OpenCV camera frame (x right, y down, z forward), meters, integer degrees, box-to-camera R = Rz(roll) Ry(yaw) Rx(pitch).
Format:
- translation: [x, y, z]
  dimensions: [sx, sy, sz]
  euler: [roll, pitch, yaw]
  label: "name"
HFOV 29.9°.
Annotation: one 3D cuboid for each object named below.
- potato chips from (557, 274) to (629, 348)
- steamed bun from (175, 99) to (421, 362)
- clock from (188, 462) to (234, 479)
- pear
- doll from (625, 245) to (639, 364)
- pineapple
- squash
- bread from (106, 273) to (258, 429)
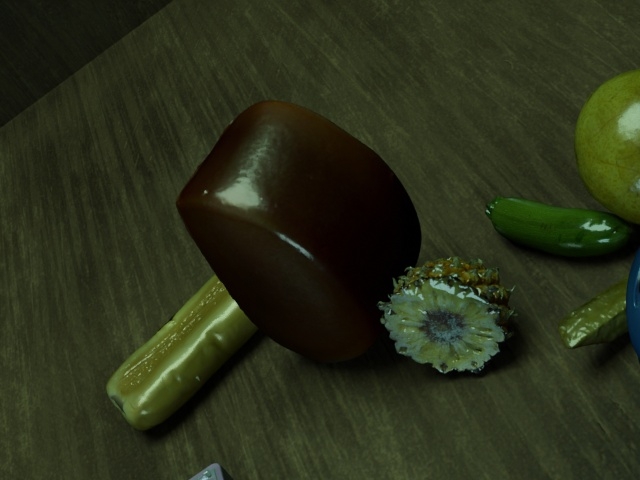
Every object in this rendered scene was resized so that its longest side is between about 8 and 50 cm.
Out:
- translation: [0.457, 0.010, 1.460]
  dimensions: [0.407, 0.080, 0.057]
  euler: [-37, 48, -2]
  label: "potato chips"
- translation: [0.000, 0.000, 1.647]
  dimensions: [0.248, 0.379, 0.235]
  euler: [10, 55, 37]
  label: "steamed bun"
- translation: [-0.162, 0.407, 1.575]
  dimensions: [0.150, 0.063, 0.197]
  euler: [-35, 32, 5]
  label: "clock"
- translation: [0.430, -0.113, 1.526]
  dimensions: [0.208, 0.209, 0.209]
  euler: [-26, 34, 19]
  label: "pear"
- translation: [0.460, 0.071, 1.226]
  dimensions: [0.310, 0.240, 0.284]
  euler: [9, 83, 56]
  label: "doll"
- translation: [0.178, 0.076, 1.580]
  dimensions: [0.176, 0.161, 0.137]
  euler: [-17, 27, 28]
  label: "pineapple"
- translation: [0.315, -0.018, 1.641]
  dimensions: [0.069, 0.069, 0.258]
  euler: [-50, 33, -19]
  label: "squash"
- translation: [-0.200, 0.170, 1.886]
  dimensions: [0.305, 0.091, 0.142]
  euler: [-44, 40, -10]
  label: "bread"
